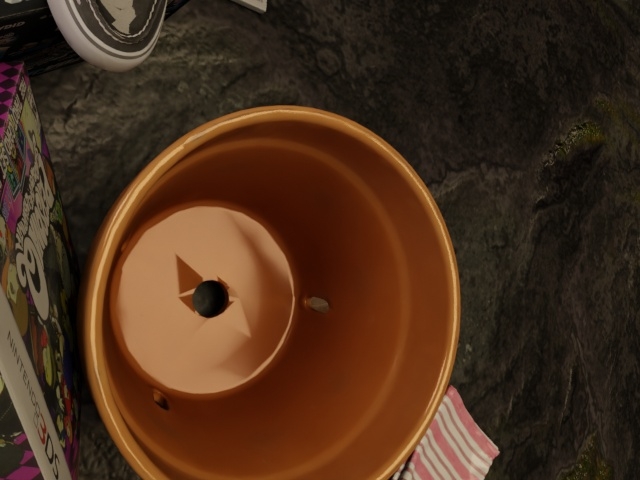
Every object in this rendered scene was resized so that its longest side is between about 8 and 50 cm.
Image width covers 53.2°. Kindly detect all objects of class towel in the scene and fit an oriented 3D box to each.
[{"bbox_3d":[0.160,0.309,0.834,0.144,0.029,0.197,53,54,-23],"label":"towel"}]

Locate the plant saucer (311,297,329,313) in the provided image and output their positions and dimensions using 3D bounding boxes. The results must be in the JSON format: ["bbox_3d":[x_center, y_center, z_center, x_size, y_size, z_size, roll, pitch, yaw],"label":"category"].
[{"bbox_3d":[0.000,0.000,0.725,0.198,0.036,0.199,7,79,-41],"label":"plant saucer"}]

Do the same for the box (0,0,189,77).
[{"bbox_3d":[-0.198,-0.171,0.474,0.220,0.175,0.051,-34,105,-39],"label":"box"}]

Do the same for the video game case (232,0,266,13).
[{"bbox_3d":[-0.093,-0.321,0.698,0.087,0.011,0.122,10,78,-40],"label":"video game case"}]

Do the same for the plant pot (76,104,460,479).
[{"bbox_3d":[-0.060,0.052,0.527,0.290,0.203,0.291,0,90,-30],"label":"plant pot"}]

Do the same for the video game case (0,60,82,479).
[{"bbox_3d":[-0.184,0.033,0.388,0.041,0.232,0.210,-8,127,-13],"label":"video game case"}]

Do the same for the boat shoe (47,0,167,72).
[{"bbox_3d":[-0.113,-0.220,0.388,0.080,0.076,0.229,13,75,-38],"label":"boat shoe"}]
